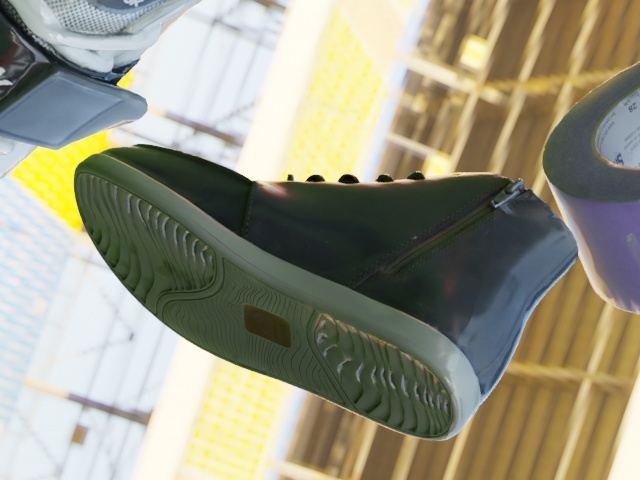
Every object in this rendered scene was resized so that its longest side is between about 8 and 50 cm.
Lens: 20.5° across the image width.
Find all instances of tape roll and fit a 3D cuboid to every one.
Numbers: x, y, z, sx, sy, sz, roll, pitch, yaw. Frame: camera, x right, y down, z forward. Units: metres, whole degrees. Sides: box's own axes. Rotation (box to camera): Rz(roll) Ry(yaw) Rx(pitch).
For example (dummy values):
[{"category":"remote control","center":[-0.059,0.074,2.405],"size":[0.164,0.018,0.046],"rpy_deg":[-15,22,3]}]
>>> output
[{"category":"tape roll","center":[0.226,-0.043,0.997],"size":[0.189,0.080,0.189],"rpy_deg":[-21,-156,10]}]

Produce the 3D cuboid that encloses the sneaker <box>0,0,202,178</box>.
[{"category":"sneaker","center":[-0.100,-0.090,0.552],"size":[0.330,0.122,0.146],"rpy_deg":[-54,-146,4]}]

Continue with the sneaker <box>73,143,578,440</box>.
[{"category":"sneaker","center":[0.000,0.000,0.813],"size":[0.118,0.222,0.083],"rpy_deg":[-45,153,-36]}]
